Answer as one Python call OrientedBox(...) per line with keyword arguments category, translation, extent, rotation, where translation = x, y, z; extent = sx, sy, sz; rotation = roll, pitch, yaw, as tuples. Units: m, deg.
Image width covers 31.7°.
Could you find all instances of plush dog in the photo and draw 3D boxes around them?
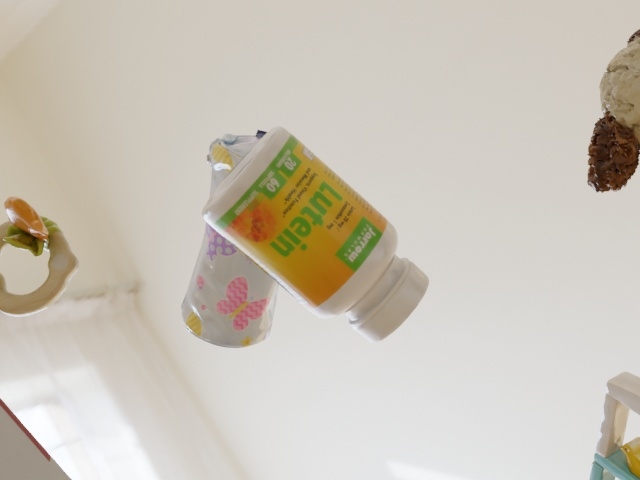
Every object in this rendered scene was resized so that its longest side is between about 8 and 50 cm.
OrientedBox(category="plush dog", translation=(0.405, -0.129, 1.208), extent=(0.262, 0.225, 0.211), rotation=(-63, -3, -22))

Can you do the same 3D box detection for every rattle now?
OrientedBox(category="rattle", translation=(-0.404, 0.048, 1.376), extent=(0.199, 0.130, 0.143), rotation=(-32, 1, -3))

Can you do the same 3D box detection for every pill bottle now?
OrientedBox(category="pill bottle", translation=(0.000, 0.000, 1.264), extent=(0.136, 0.245, 0.136), rotation=(-47, 10, 11))

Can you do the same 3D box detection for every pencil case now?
OrientedBox(category="pencil case", translation=(-0.100, 0.001, 1.437), extent=(0.124, 0.273, 0.113), rotation=(9, 21, -8))

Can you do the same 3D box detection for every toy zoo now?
OrientedBox(category="toy zoo", translation=(0.339, 0.256, 1.073), extent=(0.030, 0.192, 0.293), rotation=(-20, -52, -30))

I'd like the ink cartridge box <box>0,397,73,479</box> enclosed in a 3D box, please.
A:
OrientedBox(category="ink cartridge box", translation=(-0.213, 0.159, 0.598), extent=(0.175, 0.127, 0.072), rotation=(-32, 11, 36))
